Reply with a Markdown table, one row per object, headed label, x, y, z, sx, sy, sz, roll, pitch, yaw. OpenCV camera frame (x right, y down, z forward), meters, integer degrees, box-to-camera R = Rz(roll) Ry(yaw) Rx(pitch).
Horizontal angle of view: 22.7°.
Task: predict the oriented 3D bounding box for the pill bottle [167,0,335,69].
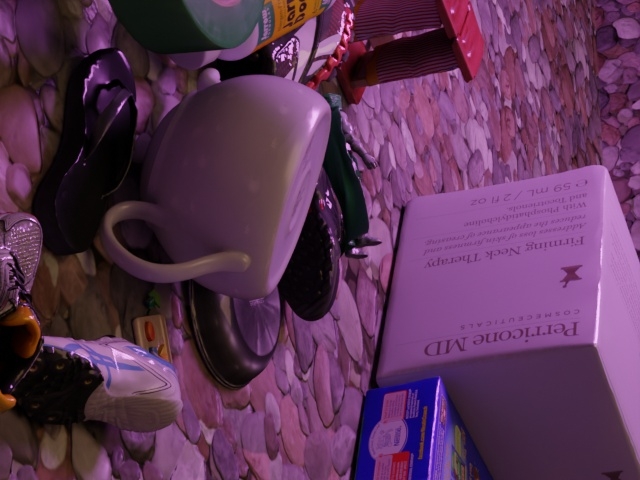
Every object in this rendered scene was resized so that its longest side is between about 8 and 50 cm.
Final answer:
| label | x | y | z | sx | sy | sz | roll | pitch | yaw |
| --- | --- | --- | --- | --- | --- | --- | --- | --- | --- |
| pill bottle | -0.086 | -0.275 | 1.809 | 0.208 | 0.118 | 0.117 | -34 | 115 | -34 |

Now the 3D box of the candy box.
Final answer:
| label | x | y | z | sx | sy | sz | roll | pitch | yaw |
| --- | --- | --- | --- | --- | --- | --- | --- | --- | --- |
| candy box | 0.154 | 0.392 | 2.182 | 0.268 | 0.122 | 0.317 | -79 | 149 | -45 |

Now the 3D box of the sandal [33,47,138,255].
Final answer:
| label | x | y | z | sx | sy | sz | roll | pitch | yaw |
| --- | --- | --- | --- | --- | --- | --- | --- | --- | --- |
| sandal | -0.214 | -0.088 | 1.570 | 0.097 | 0.055 | 0.254 | 58 | 30 | -43 |

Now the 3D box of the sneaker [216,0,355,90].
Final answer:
| label | x | y | z | sx | sy | sz | roll | pitch | yaw |
| --- | --- | --- | --- | --- | --- | --- | --- | --- | --- |
| sneaker | -0.050 | -0.225 | 1.921 | 0.135 | 0.098 | 0.276 | 50 | 56 | -36 |

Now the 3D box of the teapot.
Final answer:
| label | x | y | z | sx | sy | sz | roll | pitch | yaw |
| --- | --- | --- | --- | --- | --- | --- | --- | --- | --- |
| teapot | -0.109 | -0.066 | 1.665 | 0.256 | 0.187 | 0.252 | 58 | 50 | -84 |

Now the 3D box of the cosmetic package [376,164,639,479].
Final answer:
| label | x | y | z | sx | sy | sz | roll | pitch | yaw |
| --- | --- | --- | --- | --- | --- | --- | --- | --- | --- |
| cosmetic package | 0.307 | 0.152 | 2.395 | 0.393 | 0.330 | 0.327 | -77 | 150 | -47 |

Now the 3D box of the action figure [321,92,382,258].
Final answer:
| label | x | y | z | sx | sy | sz | roll | pitch | yaw |
| --- | --- | --- | --- | --- | --- | --- | --- | --- | --- |
| action figure | 0.031 | -0.093 | 2.137 | 0.064 | 0.137 | 0.232 | -2 | 70 | -25 |

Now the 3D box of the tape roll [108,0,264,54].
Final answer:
| label | x | y | z | sx | sy | sz | roll | pitch | yaw |
| --- | --- | --- | --- | --- | --- | --- | --- | --- | --- |
| tape roll | -0.136 | -0.345 | 1.564 | 0.321 | 0.077 | 0.321 | -3 | 90 | -71 |

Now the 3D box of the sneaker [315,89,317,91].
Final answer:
| label | x | y | z | sx | sy | sz | roll | pitch | yaw |
| --- | --- | --- | --- | --- | --- | --- | --- | --- | --- |
| sneaker | -0.058 | -0.164 | 2.010 | 0.082 | 0.069 | 0.209 | 28 | 56 | -22 |

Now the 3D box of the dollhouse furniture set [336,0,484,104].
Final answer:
| label | x | y | z | sx | sy | sz | roll | pitch | yaw |
| --- | --- | --- | --- | --- | --- | --- | --- | --- | --- |
| dollhouse furniture set | 0.142 | -0.372 | 2.401 | 0.374 | 0.201 | 0.152 | -70 | 144 | -51 |

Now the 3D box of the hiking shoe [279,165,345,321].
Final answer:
| label | x | y | z | sx | sy | sz | roll | pitch | yaw |
| --- | --- | --- | --- | --- | --- | --- | --- | --- | --- |
| hiking shoe | 0.000 | 0.000 | 2.025 | 0.114 | 0.086 | 0.226 | 34 | 48 | -57 |

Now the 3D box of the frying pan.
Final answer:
| label | x | y | z | sx | sy | sz | roll | pitch | yaw |
| --- | --- | --- | --- | --- | --- | --- | --- | --- | --- |
| frying pan | -0.094 | 0.010 | 1.846 | 0.197 | 0.053 | 0.326 | 40 | 47 | -60 |

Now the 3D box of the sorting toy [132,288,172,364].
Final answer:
| label | x | y | z | sx | sy | sz | roll | pitch | yaw |
| --- | --- | --- | --- | --- | --- | --- | --- | --- | --- |
| sorting toy | -0.173 | 0.092 | 1.646 | 0.062 | 0.012 | 0.083 | -5 | 85 | -68 |

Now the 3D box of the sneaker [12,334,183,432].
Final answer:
| label | x | y | z | sx | sy | sz | roll | pitch | yaw |
| --- | --- | --- | --- | --- | --- | --- | --- | --- | --- |
| sneaker | -0.212 | 0.121 | 1.461 | 0.237 | 0.085 | 0.086 | 29 | 28 | -59 |

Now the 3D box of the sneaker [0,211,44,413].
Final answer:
| label | x | y | z | sx | sy | sz | roll | pitch | yaw |
| --- | --- | --- | --- | --- | --- | --- | --- | --- | --- |
| sneaker | -0.263 | 0.066 | 1.322 | 0.225 | 0.093 | 0.088 | -81 | 152 | -42 |
